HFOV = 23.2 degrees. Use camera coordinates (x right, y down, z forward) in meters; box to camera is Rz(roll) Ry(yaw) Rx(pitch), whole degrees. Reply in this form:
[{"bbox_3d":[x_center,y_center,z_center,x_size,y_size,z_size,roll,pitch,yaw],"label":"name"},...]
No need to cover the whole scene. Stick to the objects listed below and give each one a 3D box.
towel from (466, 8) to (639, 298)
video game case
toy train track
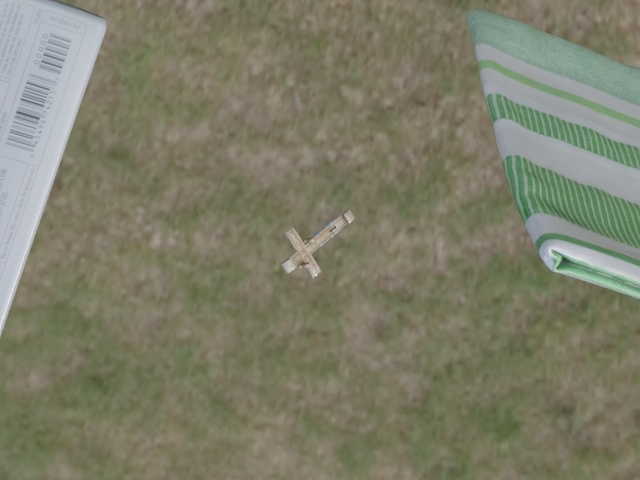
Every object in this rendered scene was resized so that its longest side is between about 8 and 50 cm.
[{"bbox_3d":[0.270,-0.076,1.483,0.248,0.324,0.038,16,134,-25],"label":"towel"},{"bbox_3d":[-0.208,-0.039,0.710,0.173,0.022,0.190,16,100,-26],"label":"video game case"},{"bbox_3d":[0.000,0.000,1.356,0.048,0.083,0.014,58,153,-16],"label":"toy train track"}]
